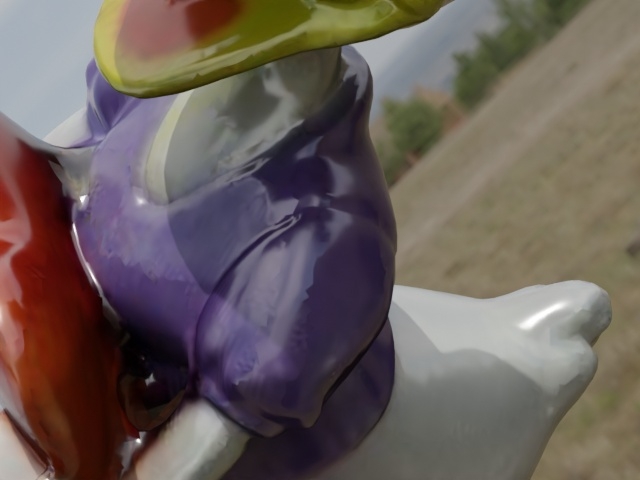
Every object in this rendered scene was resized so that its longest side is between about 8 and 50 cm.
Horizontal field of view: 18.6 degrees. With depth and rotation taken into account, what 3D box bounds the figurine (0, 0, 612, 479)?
[{"bbox_3d":[-0.005,0.004,0.518,0.193,0.154,0.421,-11,-49,-14],"label":"figurine"}]
